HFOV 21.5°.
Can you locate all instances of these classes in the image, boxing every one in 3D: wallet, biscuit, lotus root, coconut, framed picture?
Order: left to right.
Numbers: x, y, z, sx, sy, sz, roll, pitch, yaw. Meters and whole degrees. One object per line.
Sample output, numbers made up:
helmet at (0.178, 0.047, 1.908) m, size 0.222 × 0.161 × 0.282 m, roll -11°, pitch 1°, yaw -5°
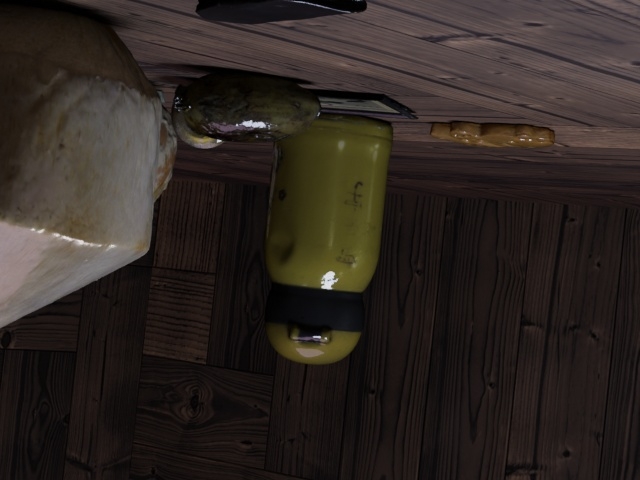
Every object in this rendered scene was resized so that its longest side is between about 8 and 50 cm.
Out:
coconut at (-0.302, -0.064, 1.624) m, size 0.329 × 0.328 × 0.329 m, roll 6°, pitch 179°, yaw 0°
lotus root at (-0.084, -0.153, 1.967) m, size 0.179 × 0.080 × 0.089 m, roll 5°, pitch 179°, yaw -14°
wallet at (-0.036, -0.192, 1.382) m, size 0.082 × 0.018 × 0.157 m, roll 6°, pitch 179°, yaw -33°
framed picture at (0.011, -0.175, 2.144) m, size 0.195 × 0.010 × 0.199 m, roll 6°, pitch 179°, yaw 16°
biscuit at (0.238, -0.141, 2.289) m, size 0.184 × 0.027 × 0.133 m, roll 5°, pitch 177°, yaw 29°

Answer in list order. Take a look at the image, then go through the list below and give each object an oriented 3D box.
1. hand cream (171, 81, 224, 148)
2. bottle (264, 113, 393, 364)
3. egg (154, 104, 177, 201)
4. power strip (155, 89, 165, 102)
hand cream at (-0.131, -0.159, 2.160) m, size 0.084 × 0.084 × 0.203 m, roll 6°, pitch -176°, yaw 7°
bottle at (0.000, 0.000, 2.384) m, size 0.172 × 0.351 × 0.171 m, roll 7°, pitch 179°, yaw 0°
egg at (-0.282, -0.117, 2.159) m, size 0.195 × 0.195 × 0.233 m, roll 6°, pitch -168°, yaw 22°
power strip at (-0.250, -0.196, 2.270) m, size 0.083 × 0.017 × 0.027 m, roll 6°, pitch 178°, yaw -5°
